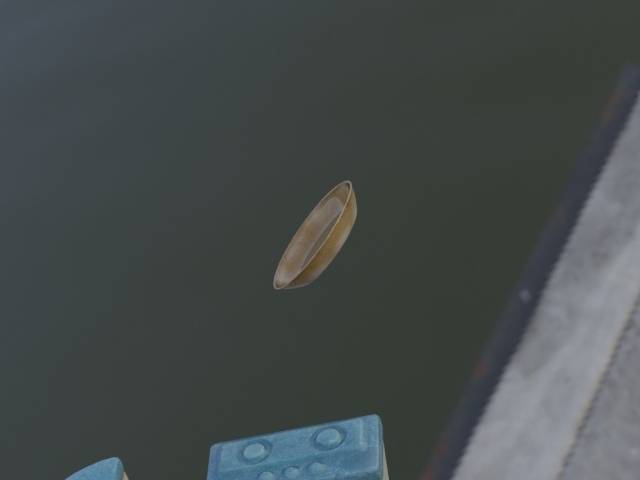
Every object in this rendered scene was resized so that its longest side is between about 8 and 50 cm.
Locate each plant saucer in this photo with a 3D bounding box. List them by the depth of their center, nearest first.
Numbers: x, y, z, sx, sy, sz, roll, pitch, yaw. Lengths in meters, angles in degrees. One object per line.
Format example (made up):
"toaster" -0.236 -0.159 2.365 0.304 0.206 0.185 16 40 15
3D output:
"plant saucer" 0.000 0.000 1.076 0.083 0.015 0.083 -52 13 17

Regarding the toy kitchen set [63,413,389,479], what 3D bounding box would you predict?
"toy kitchen set" -0.054 0.155 0.701 0.166 0.122 0.207 -11 35 9
